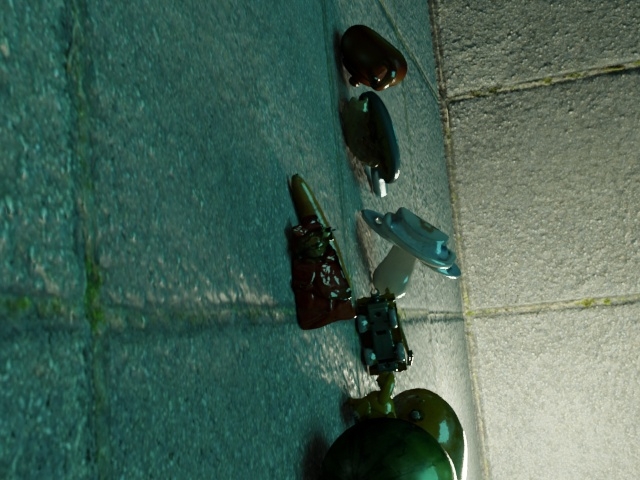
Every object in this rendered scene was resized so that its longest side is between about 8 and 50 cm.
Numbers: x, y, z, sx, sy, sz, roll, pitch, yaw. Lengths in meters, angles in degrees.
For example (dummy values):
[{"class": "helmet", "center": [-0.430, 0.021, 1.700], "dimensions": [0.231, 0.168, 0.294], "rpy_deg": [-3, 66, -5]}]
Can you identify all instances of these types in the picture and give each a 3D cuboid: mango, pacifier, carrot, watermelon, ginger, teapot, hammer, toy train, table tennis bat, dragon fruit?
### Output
[{"class": "mango", "center": [0.225, 0.472, 1.769], "dimensions": [0.384, 0.198, 0.222], "rpy_deg": [68, 5, -45]}, {"class": "pacifier", "center": [0.192, 0.043, 1.926], "dimensions": [0.207, 0.278, 0.227], "rpy_deg": [-58, 177, 18]}, {"class": "carrot", "center": [0.000, 0.000, 1.477], "dimensions": [0.066, 0.062, 0.271], "rpy_deg": [-27, 108, -33]}, {"class": "watermelon", "center": [0.111, 0.417, 1.348], "dimensions": [0.242, 0.242, 0.243], "rpy_deg": [-7, 90, -74]}, {"class": "ginger", "center": [0.091, -0.248, 1.873], "dimensions": [0.051, 0.069, 0.174], "rpy_deg": [-107, -177, -59]}, {"class": "teapot", "center": [0.121, -0.413, 1.917], "dimensions": [0.178, 0.135, 0.252], "rpy_deg": [25, 24, -27]}, {"class": "hammer", "center": [0.179, 0.193, 1.855], "dimensions": [0.062, 0.013, 0.199], "rpy_deg": [85, -8, -52]}, {"class": "toy train", "center": [0.136, 0.206, 1.802], "dimensions": [0.127, 0.089, 0.220], "rpy_deg": [-72, 151, -79]}, {"class": "table tennis bat", "center": [0.142, -0.219, 1.959], "dimensions": [0.329, 0.044, 0.215], "rpy_deg": [83, -17, -56]}, {"class": "dragon fruit", "center": [0.008, 0.048, 1.405], "dimensions": [0.122, 0.092, 0.192], "rpy_deg": [-38, 120, -72]}]

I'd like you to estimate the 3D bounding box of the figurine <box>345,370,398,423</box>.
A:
[{"class": "figurine", "center": [0.114, 0.322, 1.623], "dimensions": [0.176, 0.121, 0.122], "rpy_deg": [107, 6, -73]}]
